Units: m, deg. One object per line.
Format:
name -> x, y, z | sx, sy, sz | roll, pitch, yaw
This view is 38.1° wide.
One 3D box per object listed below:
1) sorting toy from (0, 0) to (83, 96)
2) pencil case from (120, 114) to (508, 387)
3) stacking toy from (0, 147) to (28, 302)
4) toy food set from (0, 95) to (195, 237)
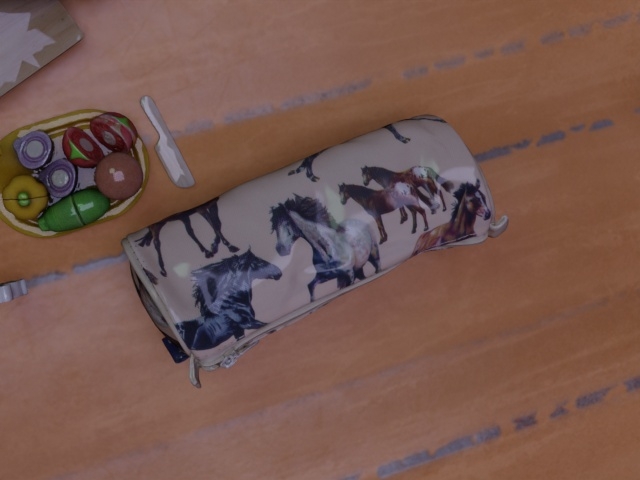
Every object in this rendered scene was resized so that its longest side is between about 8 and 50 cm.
sorting toy -> -0.351, -0.225, 0.980 | 0.274, 0.046, 0.132 | -38, 103, -9
pencil case -> 0.000, 0.000, 1.030 | 0.410, 0.160, 0.183 | -24, 84, -11
stacking toy -> -0.424, -0.005, 0.967 | 0.221, 0.052, 0.166 | -10, 95, 8
toy food set -> -0.254, -0.078, 1.006 | 0.218, 0.071, 0.128 | -21, 100, -12
